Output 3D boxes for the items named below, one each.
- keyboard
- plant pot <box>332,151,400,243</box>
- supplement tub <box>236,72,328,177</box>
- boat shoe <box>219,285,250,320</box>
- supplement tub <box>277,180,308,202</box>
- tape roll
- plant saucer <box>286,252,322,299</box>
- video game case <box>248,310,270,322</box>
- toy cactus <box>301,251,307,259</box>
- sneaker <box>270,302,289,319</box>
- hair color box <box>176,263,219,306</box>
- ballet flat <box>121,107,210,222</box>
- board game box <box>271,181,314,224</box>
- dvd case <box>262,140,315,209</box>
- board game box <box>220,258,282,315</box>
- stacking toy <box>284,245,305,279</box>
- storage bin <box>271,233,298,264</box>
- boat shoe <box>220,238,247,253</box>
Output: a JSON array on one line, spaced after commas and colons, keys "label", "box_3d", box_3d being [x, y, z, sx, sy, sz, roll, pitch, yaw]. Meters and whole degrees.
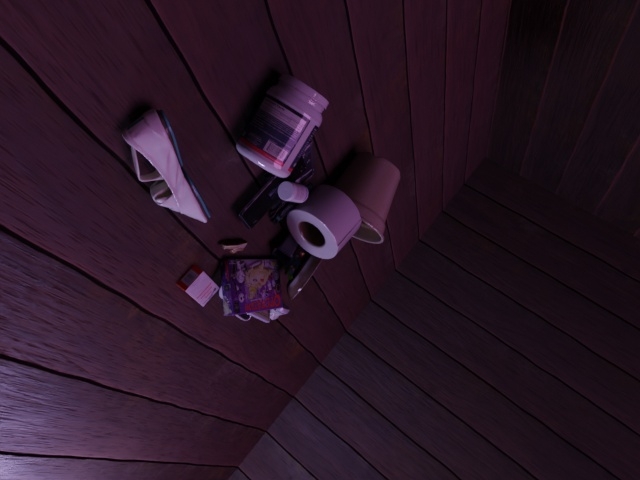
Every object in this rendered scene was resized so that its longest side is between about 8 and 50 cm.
[{"label": "keyboard", "box_3d": [-0.162, -0.168, 1.905, 0.317, 0.033, 0.201, -48, 155, -11]}, {"label": "plant pot", "box_3d": [0.184, -0.199, 2.279, 0.305, 0.334, 0.334, -62, 158, -11]}, {"label": "supplement tub", "box_3d": [-0.115, -0.348, 1.622, 0.272, 0.191, 0.191, -58, 156, 7]}, {"label": "boat shoe", "box_3d": [-0.332, 0.246, 2.127, 0.096, 0.088, 0.267, -43, 154, -25]}, {"label": "supplement tub", "box_3d": [-0.096, -0.172, 1.893, 0.071, 0.071, 0.107, -60, 155, 12]}, {"label": "tape roll", "box_3d": [0.013, -0.072, 2.060, 0.169, 0.246, 0.246, -48, 156, -31]}, {"label": "plant saucer", "box_3d": [-0.057, 0.107, 2.236, 0.310, 0.050, 0.310, -54, -174, 8]}, {"label": "video game case", "box_3d": [-0.251, 0.229, 2.206, 0.212, 0.023, 0.193, 50, 39, -66]}, {"label": "toy cactus", "box_3d": [0.000, 0.000, 2.434, 0.219, 0.112, 0.180, -17, 127, -42]}, {"label": "sneaker", "box_3d": [-0.199, 0.317, 2.392, 0.091, 0.094, 0.258, -50, 177, -7]}, {"label": "hair color box", "box_3d": [-0.431, 0.161, 1.876, 0.093, 0.053, 0.167, -50, 155, -14]}, {"label": "ballet flat", "box_3d": [-0.411, -0.174, 1.410, 0.139, 0.139, 0.400, -45, 150, -22]}, {"label": "board game box", "box_3d": [-0.108, -0.142, 2.042, 0.186, 0.026, 0.126, -46, -175, -18]}, {"label": "dvd case", "box_3d": [-0.113, -0.243, 1.967, 0.239, 0.030, 0.179, -42, 154, -24]}, {"label": "board game box", "box_3d": [-0.263, 0.176, 2.076, 0.347, 0.056, 0.208, 3, 85, -63]}, {"label": "stacking toy", "box_3d": [-0.089, 0.059, 2.246, 0.221, 0.052, 0.167, -65, -172, 1]}, {"label": "storage bin", "box_3d": [-0.143, 0.028, 2.192, 0.091, 0.098, 0.135, -58, -177, -20]}, {"label": "boat shoe", "box_3d": [-0.314, 0.023, 1.916, 0.135, 0.050, 0.045, -5, 121, -60]}]
